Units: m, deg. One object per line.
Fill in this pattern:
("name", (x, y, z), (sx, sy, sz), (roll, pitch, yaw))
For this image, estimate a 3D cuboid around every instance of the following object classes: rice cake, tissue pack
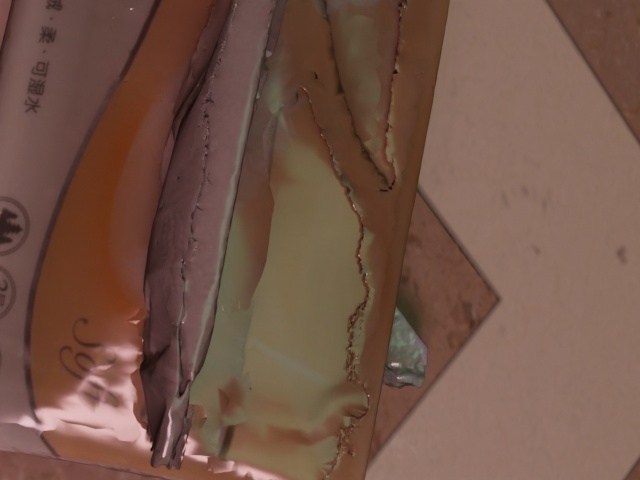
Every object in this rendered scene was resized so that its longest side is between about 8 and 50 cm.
("rice cake", (0.000, 0.000, 0.911), (0.034, 0.043, 0.211), (-39, 109, -20))
("tissue pack", (-0.057, -0.039, 0.738), (0.239, 0.238, 0.305), (18, 78, -33))
